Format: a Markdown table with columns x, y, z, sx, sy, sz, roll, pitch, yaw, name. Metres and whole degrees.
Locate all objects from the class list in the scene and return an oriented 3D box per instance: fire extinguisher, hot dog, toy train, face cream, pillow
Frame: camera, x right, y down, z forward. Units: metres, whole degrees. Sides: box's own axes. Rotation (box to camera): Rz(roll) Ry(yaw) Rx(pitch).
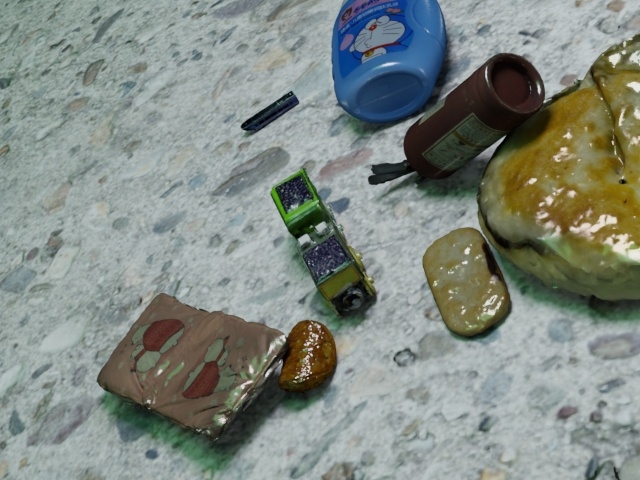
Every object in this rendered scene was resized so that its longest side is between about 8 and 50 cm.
| x | y | z | sx | sy | sz | roll | pitch | yaw | name |
| --- | --- | --- | --- | --- | --- | --- | --- | --- | --- |
| 0.129 | -0.112 | 1.250 | 0.099 | 0.071 | 0.231 | -13 | -13 | -33 | fire extinguisher |
| -0.015 | 0.119 | 1.203 | 0.058 | 0.035 | 0.083 | -13 | 43 | 28 | hot dog |
| 0.000 | 0.000 | 1.281 | 0.060 | 0.081 | 0.202 | -33 | 37 | 4 | toy train |
| 0.083 | -0.257 | 1.489 | 0.149 | 0.083 | 0.264 | -20 | 40 | 17 | face cream |
| -0.066 | -0.165 | 1.563 | 0.083 | 0.017 | 0.017 | -33 | 35 | 4 | toy train |
| -0.138 | 0.132 | 1.269 | 0.248 | 0.049 | 0.135 | 10 | 56 | 51 | pillow |

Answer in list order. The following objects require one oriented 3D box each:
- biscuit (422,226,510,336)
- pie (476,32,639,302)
| x | y | z | sx | sy | sz | roll | pitch | yaw | name |
| --- | --- | --- | --- | --- | --- | --- | --- | --- | --- |
| 0.142 | 0.038 | 1.180 | 0.071 | 0.018 | 0.147 | -31 | 38 | 12 | biscuit |
| 0.305 | -0.084 | 1.134 | 0.339 | 0.077 | 0.339 | -22 | 38 | 19 | pie |
